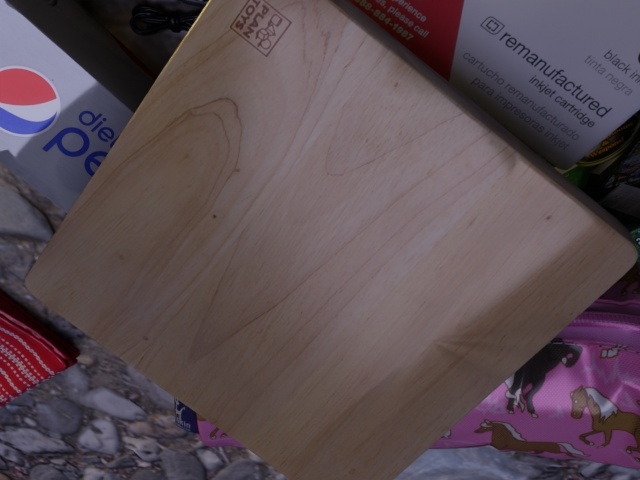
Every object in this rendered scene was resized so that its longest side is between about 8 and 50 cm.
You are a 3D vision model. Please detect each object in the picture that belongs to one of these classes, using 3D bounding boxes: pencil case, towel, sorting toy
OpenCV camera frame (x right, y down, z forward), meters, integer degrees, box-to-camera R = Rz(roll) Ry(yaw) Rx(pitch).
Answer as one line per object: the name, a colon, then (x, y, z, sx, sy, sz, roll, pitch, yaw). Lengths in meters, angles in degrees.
pencil case: (0.082, 0.096, 0.686, 0.386, 0.167, 0.160, 1, 99, 11)
towel: (-0.402, 0.115, 0.887, 0.275, 0.031, 0.199, -30, 117, 32)
sorting toy: (0.000, 0.000, 0.518, 0.255, 0.089, 0.257, 37, 116, -7)

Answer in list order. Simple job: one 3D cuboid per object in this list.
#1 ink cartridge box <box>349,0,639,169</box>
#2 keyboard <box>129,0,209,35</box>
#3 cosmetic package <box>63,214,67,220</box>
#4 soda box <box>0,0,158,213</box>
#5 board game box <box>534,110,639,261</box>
ink cartridge box: (0.153, -0.200, 0.444, 0.197, 0.114, 0.273, 33, 128, -15)
keyboard: (-0.097, -0.181, 0.574, 0.180, 0.023, 0.108, 13, 131, 2)
cosmetic package: (-0.169, 0.013, 0.742, 0.060, 0.041, 0.115, -6, 128, 16)
soda box: (-0.160, -0.083, 0.594, 0.091, 0.098, 0.286, -38, 120, 16)
board game box: (0.195, -0.038, 0.559, 0.259, 0.136, 0.030, -30, 122, 32)
